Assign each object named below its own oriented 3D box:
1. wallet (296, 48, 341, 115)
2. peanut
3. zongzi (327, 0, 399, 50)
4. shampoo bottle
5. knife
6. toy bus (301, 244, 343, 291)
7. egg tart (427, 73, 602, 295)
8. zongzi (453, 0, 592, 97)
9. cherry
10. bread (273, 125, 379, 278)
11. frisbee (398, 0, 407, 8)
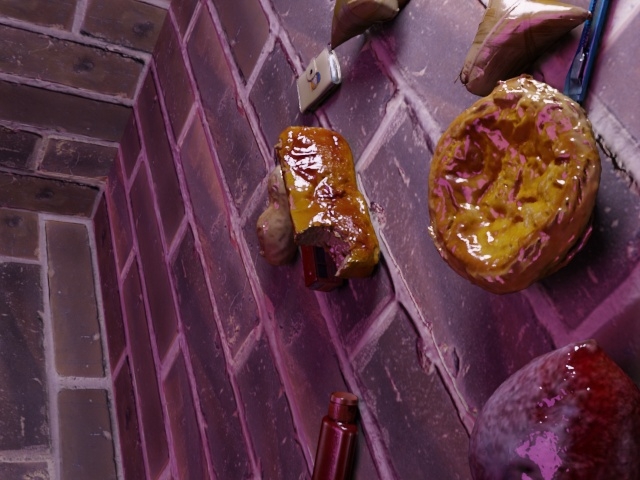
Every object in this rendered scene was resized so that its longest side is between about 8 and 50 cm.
[{"bbox_3d":[-0.004,-0.395,1.800,0.155,0.039,0.110,-34,58,52],"label":"wallet"},{"bbox_3d":[-0.095,-0.065,1.809,0.101,0.117,0.263,17,95,37],"label":"peanut"},{"bbox_3d":[0.087,-0.564,1.598,0.256,0.114,0.228,159,117,-66],"label":"zongzi"},{"bbox_3d":[0.029,0.453,1.522,0.102,0.064,0.260,14,95,60],"label":"shampoo bottle"},{"bbox_3d":[0.410,-0.317,1.104,0.044,0.026,0.297,-146,67,-69],"label":"knife"},{"bbox_3d":[0.000,0.000,1.648,0.073,0.096,0.235,-36,55,47],"label":"toy bus"},{"bbox_3d":[0.308,-0.078,1.121,0.341,0.129,0.341,-23,63,54],"label":"egg tart"},{"bbox_3d":[0.329,-0.311,1.173,0.197,0.099,0.195,45,121,48],"label":"zongzi"},{"bbox_3d":[0.319,0.271,0.949,0.230,0.202,0.300,37,114,60],"label":"cherry"},{"bbox_3d":[0.007,-0.089,1.571,0.109,0.185,0.381,-56,40,47],"label":"bread"},{"bbox_3d":[0.163,-0.622,1.593,0.250,0.021,0.251,-18,69,55],"label":"frisbee"}]
